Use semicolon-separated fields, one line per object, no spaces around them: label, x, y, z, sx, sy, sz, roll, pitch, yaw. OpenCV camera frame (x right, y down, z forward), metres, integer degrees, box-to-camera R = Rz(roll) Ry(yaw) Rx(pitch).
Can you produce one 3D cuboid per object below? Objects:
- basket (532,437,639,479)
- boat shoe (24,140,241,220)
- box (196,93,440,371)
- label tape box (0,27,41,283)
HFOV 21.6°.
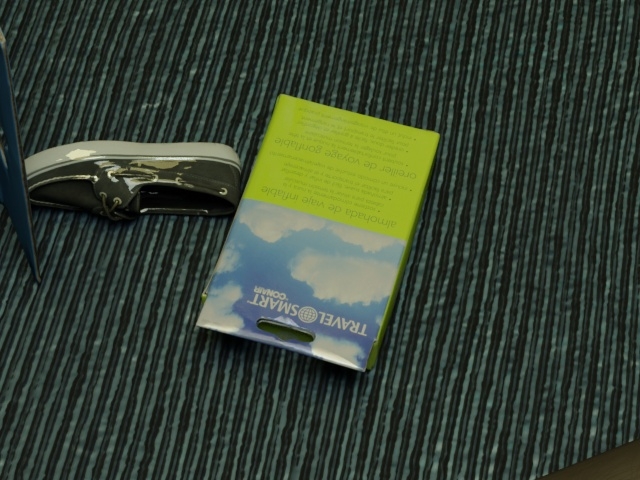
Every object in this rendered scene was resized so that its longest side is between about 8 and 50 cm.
basket;0.236;0.157;0.880;0.227;0.154;0.204;-25;36;-24
boat shoe;-0.118;-0.034;1.040;0.142;0.049;0.040;-4;58;-8
box;0.000;0.000;1.027;0.109;0.042;0.178;14;58;7
label tape box;-0.271;-0.154;0.992;0.106;0.240;0.333;-17;60;-14
